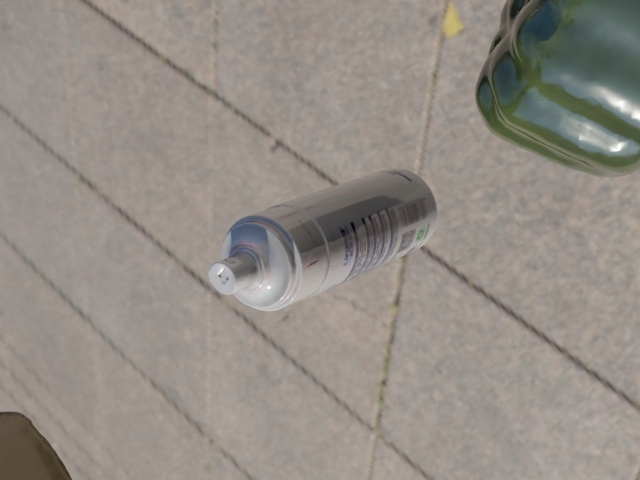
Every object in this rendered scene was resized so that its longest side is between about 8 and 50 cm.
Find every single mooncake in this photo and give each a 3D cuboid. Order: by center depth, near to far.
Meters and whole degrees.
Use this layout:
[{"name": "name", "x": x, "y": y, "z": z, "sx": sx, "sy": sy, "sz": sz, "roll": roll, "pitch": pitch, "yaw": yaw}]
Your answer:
[{"name": "mooncake", "x": 0.279, "y": -0.241, "z": 1.113, "sx": 0.187, "sy": 0.351, "sz": 0.351, "roll": 28, "pitch": 143, "yaw": -3}]

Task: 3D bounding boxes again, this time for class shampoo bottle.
[{"name": "shampoo bottle", "x": 0.000, "y": 0.000, "z": 1.112, "sx": 0.092, "sy": 0.303, "sz": 0.092, "roll": 10, "pitch": 108, "yaw": 33}]

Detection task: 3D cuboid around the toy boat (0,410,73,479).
[{"name": "toy boat", "x": -0.181, "y": 0.165, "z": 0.630, "sx": 0.116, "sy": 0.188, "sz": 0.061, "roll": 31, "pitch": 120, "yaw": -27}]
